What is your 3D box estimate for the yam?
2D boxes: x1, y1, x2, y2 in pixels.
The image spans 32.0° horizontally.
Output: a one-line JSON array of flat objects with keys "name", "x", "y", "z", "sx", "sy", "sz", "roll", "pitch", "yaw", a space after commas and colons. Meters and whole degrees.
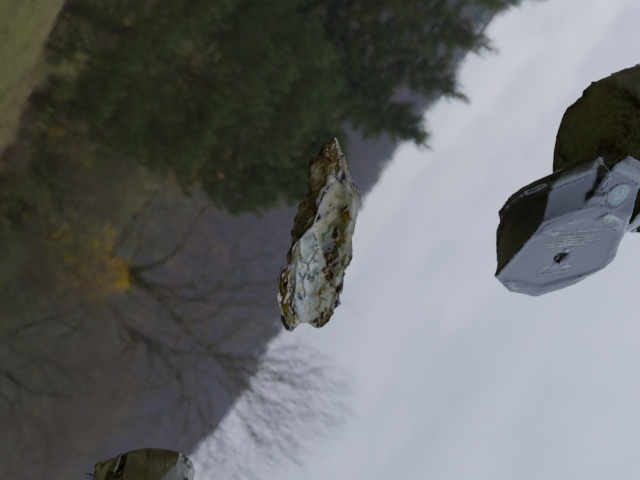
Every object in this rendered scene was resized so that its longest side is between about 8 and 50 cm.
[{"name": "yam", "x": 0.329, "y": -0.099, "z": 1.018, "sx": 0.254, "sy": 0.154, "sz": 0.154, "roll": -15, "pitch": 161, "yaw": -33}]

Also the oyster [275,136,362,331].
[{"name": "oyster", "x": -0.001, "y": 0.000, "z": 0.789, "sx": 0.132, "sy": 0.029, "sz": 0.086, "roll": -64, "pitch": 146, "yaw": -21}]

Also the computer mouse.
[{"name": "computer mouse", "x": 0.199, "y": -0.019, "z": 0.919, "sx": 0.192, "sy": 0.105, "sz": 0.062, "roll": 107, "pitch": -25, "yaw": -54}]

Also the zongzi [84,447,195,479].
[{"name": "zongzi", "x": -0.166, "y": 0.277, "z": 0.982, "sx": 0.189, "sy": 0.081, "sz": 0.178, "roll": 147, "pitch": -55, "yaw": -64}]
